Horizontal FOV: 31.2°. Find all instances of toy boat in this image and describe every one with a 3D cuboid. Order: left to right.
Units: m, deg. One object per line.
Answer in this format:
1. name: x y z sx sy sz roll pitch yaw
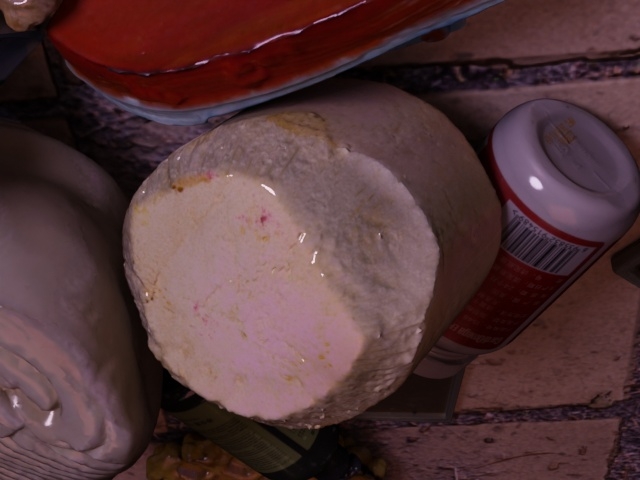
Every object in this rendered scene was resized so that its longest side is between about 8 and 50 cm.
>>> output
1. toy boat: -0.024 -0.162 0.750 0.331 0.145 0.133 -15 164 17

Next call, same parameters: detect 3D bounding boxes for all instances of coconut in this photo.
1. coconut: 0.000 0.000 0.838 0.239 0.244 0.239 10 114 24

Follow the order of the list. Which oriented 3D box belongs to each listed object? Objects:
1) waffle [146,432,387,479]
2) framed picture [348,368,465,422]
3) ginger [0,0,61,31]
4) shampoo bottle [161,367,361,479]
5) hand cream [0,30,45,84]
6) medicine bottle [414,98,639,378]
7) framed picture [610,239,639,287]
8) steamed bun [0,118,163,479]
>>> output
1. waffle: -0.059 0.300 1.345 0.300 0.058 0.282 5 138 -5
2. framed picture: 0.025 0.135 1.182 0.249 0.016 0.184 1 140 -1
3. ginger: -0.266 -0.179 0.721 0.213 0.138 0.074 -5 164 5
4. shampoo bottle: -0.052 0.176 1.140 0.101 0.101 0.284 -25 134 26
5. hand cream: -0.253 -0.092 0.731 0.091 0.271 0.058 -6 115 6
6. medicine bottle: 0.144 0.006 0.944 0.131 0.131 0.250 17 137 -20
7. framed picture: 0.470 0.030 1.058 0.335 0.022 0.247 28 132 -29
8. steamed bun: -0.272 0.042 0.888 0.342 0.255 0.367 33 148 -28
